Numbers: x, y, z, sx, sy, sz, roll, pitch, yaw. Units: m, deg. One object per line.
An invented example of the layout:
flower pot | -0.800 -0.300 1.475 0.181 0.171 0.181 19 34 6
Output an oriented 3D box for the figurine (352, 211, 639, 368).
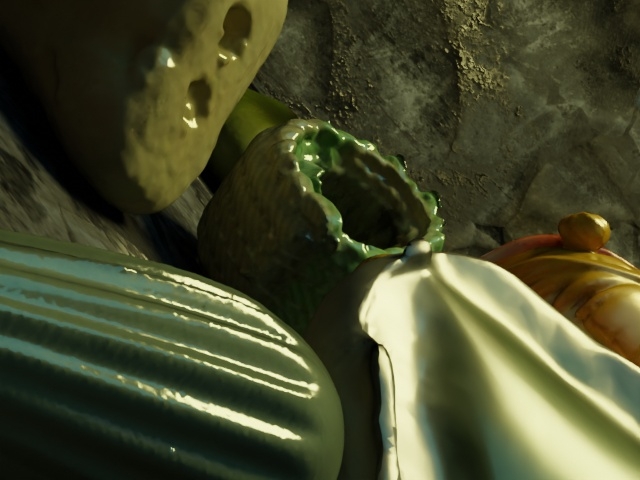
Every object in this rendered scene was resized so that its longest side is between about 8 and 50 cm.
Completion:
figurine | 0.150 0.128 0.973 0.320 0.323 0.196 53 7 3

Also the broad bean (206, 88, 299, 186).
broad bean | -0.062 -0.094 1.637 0.238 0.119 0.291 50 7 -20

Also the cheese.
cheese | -0.127 -0.163 1.052 0.173 0.248 0.251 42 18 -53

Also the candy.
candy | 0.123 0.218 0.693 0.386 0.186 0.427 32 34 -18

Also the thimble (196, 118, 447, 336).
thimble | 0.000 0.000 1.167 0.219 0.150 0.219 26 31 -18

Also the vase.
vase | -0.097 0.060 0.532 0.248 0.128 0.128 31 20 -48
